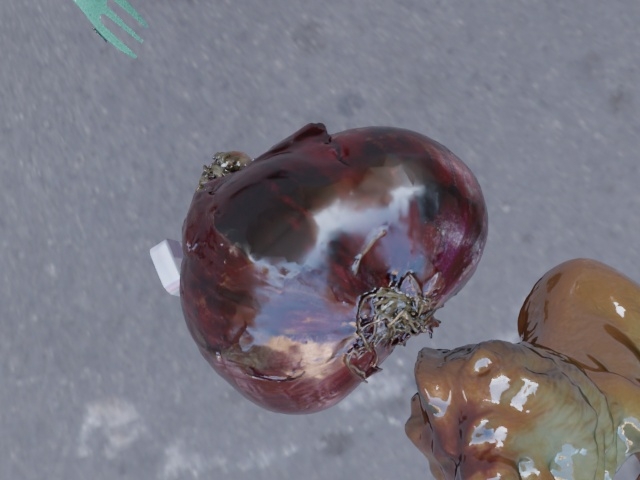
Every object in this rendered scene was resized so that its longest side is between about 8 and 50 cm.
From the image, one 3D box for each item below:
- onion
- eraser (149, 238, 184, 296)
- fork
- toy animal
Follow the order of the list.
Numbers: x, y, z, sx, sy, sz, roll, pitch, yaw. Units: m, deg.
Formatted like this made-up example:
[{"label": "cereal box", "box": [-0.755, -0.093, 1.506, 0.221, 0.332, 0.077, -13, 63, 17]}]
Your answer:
[{"label": "onion", "box": [0.010, 0.011, 1.338, 0.281, 0.281, 0.221, -41, 134, 3]}, {"label": "eraser", "box": [-0.152, 0.036, 1.830, 0.026, 0.065, 0.105, -30, 158, 20]}, {"label": "fork", "box": [-0.222, -0.200, 1.123, 0.235, 0.021, 0.039, 29, 60, -24]}, {"label": "toy animal", "box": [0.131, 0.072, 0.767, 0.157, 0.312, 0.097, 44, 116, 0]}]
